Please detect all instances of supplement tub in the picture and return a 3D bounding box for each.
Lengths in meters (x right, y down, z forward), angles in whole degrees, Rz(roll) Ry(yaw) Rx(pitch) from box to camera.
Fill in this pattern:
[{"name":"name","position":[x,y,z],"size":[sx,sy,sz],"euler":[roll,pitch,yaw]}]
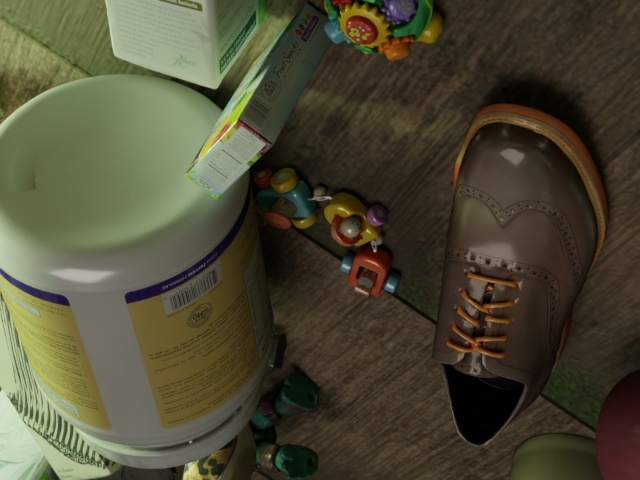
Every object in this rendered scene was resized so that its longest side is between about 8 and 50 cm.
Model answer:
[{"name":"supplement tub","position":[-0.169,0.039,1.259],"size":[0.241,0.241,0.331],"euler":[15,143,17]}]

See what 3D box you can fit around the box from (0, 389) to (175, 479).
[{"name":"box","position":[-0.314,0.300,1.685],"size":[0.127,0.231,0.262],"euler":[7,140,26]}]

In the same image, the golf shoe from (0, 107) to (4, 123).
[{"name":"golf shoe","position":[-0.365,-0.113,1.368],"size":[0.086,0.069,0.176],"euler":[43,144,14]}]

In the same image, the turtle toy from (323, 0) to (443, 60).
[{"name":"turtle toy","position":[0.041,-0.183,0.996],"size":[0.095,0.066,0.130],"euler":[18,143,13]}]

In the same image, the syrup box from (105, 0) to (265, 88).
[{"name":"syrup box","position":[-0.103,-0.236,1.001],"size":[0.096,0.093,0.237],"euler":[19,143,13]}]

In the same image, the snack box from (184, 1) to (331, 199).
[{"name":"snack box","position":[-0.046,-0.110,1.078],"size":[0.037,0.141,0.100],"euler":[36,144,-13]}]

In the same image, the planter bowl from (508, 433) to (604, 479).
[{"name":"planter bowl","position":[0.261,0.291,1.403],"size":[0.162,0.109,0.162],"euler":[17,143,13]}]

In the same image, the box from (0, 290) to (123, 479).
[{"name":"box","position":[-0.301,0.131,1.519],"size":[0.113,0.094,0.275],"euler":[-19,106,46]}]

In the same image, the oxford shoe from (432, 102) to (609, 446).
[{"name":"oxford shoe","position":[0.159,0.042,1.139],"size":[0.130,0.133,0.364],"euler":[14,142,19]}]

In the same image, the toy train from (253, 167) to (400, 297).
[{"name":"toy train","position":[0.000,0.000,1.266],"size":[0.166,0.046,0.125],"euler":[26,144,3]}]

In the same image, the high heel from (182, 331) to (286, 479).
[{"name":"high heel","position":[-0.159,0.197,1.450],"size":[0.186,0.261,0.093],"euler":[14,166,15]}]

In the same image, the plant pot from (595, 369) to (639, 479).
[{"name":"plant pot","position":[0.341,0.175,1.152],"size":[0.201,0.201,0.180],"euler":[44,156,-22]}]

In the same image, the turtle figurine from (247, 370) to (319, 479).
[{"name":"turtle figurine","position":[-0.101,0.223,1.557],"size":[0.234,0.118,0.175],"euler":[-15,86,42]}]
